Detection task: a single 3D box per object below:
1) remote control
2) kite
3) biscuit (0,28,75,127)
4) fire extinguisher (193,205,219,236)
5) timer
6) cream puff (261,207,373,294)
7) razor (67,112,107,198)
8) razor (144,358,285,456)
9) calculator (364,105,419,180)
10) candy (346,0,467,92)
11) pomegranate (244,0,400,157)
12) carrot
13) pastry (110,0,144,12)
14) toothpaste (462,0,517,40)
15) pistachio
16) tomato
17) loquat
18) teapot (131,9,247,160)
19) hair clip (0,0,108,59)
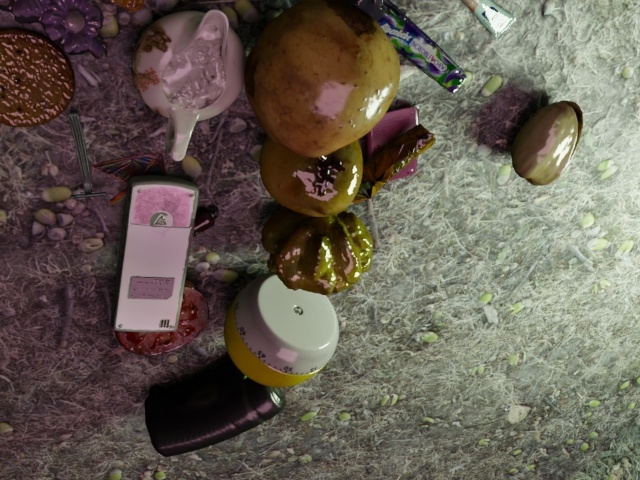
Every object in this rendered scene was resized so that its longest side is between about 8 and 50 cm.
[{"bbox_3d":[-0.345,0.032,1.595,0.145,0.050,0.343,5,111,-23],"label":"remote control"},{"bbox_3d":[-0.368,-0.122,1.551,0.190,0.010,0.159,30,115,-37],"label":"kite"},{"bbox_3d":[-0.524,-0.281,1.336,0.188,0.027,0.187,-10,132,-11],"label":"biscuit"},{"bbox_3d":[-0.279,-0.026,1.649,0.158,0.043,0.064,-29,164,6],"label":"fire extinguisher"},{"bbox_3d":[-0.115,0.234,1.809,0.285,0.285,0.285,-11,133,-12],"label":"timer"},{"bbox_3d":[-0.006,0.014,1.667,0.244,0.244,0.196,-24,124,0],"label":"cream puff"},{"bbox_3d":[-0.455,-0.162,1.462,0.068,0.037,0.191,-7,130,-10],"label":"razor"},{"bbox_3d":[-0.267,0.408,1.930,0.349,0.204,0.113,-23,136,2],"label":"razor"},{"bbox_3d":[0.157,-0.203,1.673,0.127,0.034,0.190,-16,135,-10],"label":"calculator"},{"bbox_3d":[0.160,-0.390,1.468,0.312,0.088,0.061,30,111,-38],"label":"candy"},{"bbox_3d":[0.000,-0.285,1.340,0.281,0.281,0.281,-11,133,-12],"label":"pomegranate"},{"bbox_3d":[0.146,-0.164,1.638,0.229,0.069,0.069,-39,132,17],"label":"carrot"},{"bbox_3d":[-0.304,-0.447,1.258,0.080,0.056,0.140,22,126,-27],"label":"pastry"},{"bbox_3d":[0.312,-0.462,1.504,0.205,0.036,0.056,25,118,-41],"label":"toothpaste"},{"bbox_3d":[0.511,-0.220,1.733,0.129,0.131,0.206,-37,157,-56],"label":"pistachio"},{"bbox_3d":[-0.365,0.160,1.751,0.225,0.085,0.225,-14,131,-16],"label":"tomato"},{"bbox_3d":[-0.017,-0.152,1.530,0.213,0.213,0.213,-11,133,-12],"label":"loquat"},{"bbox_3d":[-0.231,-0.291,1.367,0.204,0.139,0.298,0,129,-25],"label":"teapot"},{"bbox_3d":[-0.452,-0.387,1.240,0.292,0.085,0.106,37,66,-43],"label":"hair clip"}]
